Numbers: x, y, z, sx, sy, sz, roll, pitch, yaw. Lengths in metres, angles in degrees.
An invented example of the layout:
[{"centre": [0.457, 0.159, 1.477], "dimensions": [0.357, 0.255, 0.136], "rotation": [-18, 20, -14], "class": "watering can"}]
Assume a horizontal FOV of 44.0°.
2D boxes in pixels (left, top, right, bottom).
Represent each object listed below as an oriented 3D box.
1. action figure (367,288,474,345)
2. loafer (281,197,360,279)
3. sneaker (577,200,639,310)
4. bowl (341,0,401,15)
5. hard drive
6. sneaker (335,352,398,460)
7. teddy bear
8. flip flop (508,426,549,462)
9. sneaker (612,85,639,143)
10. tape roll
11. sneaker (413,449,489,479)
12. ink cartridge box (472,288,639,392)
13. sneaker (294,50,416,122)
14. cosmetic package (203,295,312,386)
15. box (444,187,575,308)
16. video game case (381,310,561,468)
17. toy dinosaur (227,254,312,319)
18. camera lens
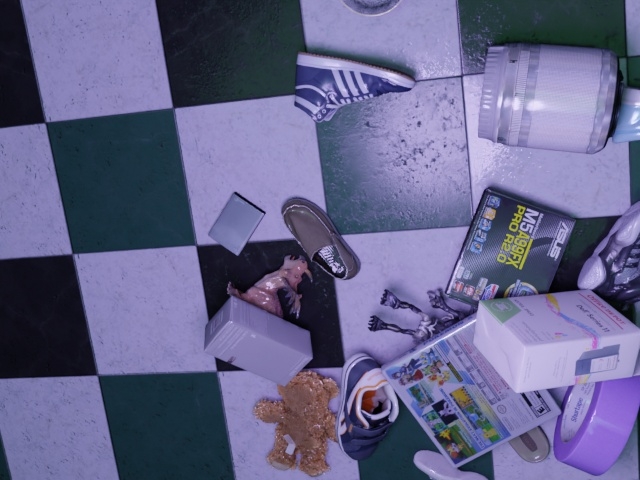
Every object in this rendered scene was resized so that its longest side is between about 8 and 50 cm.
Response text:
[{"centre": [0.264, 0.198, 1.904], "dimensions": [0.276, 0.141, 0.164], "rotation": [18, 101, -11], "class": "action figure"}, {"centre": [0.000, 0.000, 1.927], "dimensions": [0.251, 0.087, 0.094], "rotation": [45, 109, -3], "class": "loafer"}, {"centre": [0.715, 0.036, 1.784], "dimensions": [0.153, 0.101, 0.268], "rotation": [32, 115, 1], "class": "sneaker"}, {"centre": [0.118, -0.582, 1.747], "dimensions": [0.170, 0.080, 0.170], "rotation": [3, 106, 12], "class": "bowl"}, {"centre": [-0.211, -0.042, 1.995], "dimensions": [0.094, 0.022, 0.135], "rotation": [34, 109, 1], "class": "hard drive"}, {"centre": [0.115, 0.443, 1.967], "dimensions": [0.126, 0.127, 0.321], "rotation": [-18, 123, -26], "class": "sneaker"}, {"centre": [-0.047, 0.478, 2.073], "dimensions": [0.245, 0.113, 0.338], "rotation": [-4, 112, 19], "class": "teddy bear"}, {"centre": [0.465, 0.450, 1.956], "dimensions": [0.112, 0.080, 0.277], "rotation": [-36, 98, 22], "class": "flip flop"}, {"centre": [0.802, -0.225, 1.681], "dimensions": [0.366, 0.135, 0.150], "rotation": [16, 109, 19], "class": "sneaker"}, {"centre": [0.627, 0.388, 1.803], "dimensions": [0.090, 0.275, 0.274], "rotation": [21, 108, 6], "class": "tape roll"}, {"centre": [0.326, 0.623, 2.042], "dimensions": [0.212, 0.080, 0.094], "rotation": [27, 120, 2], "class": "sneaker"}, {"centre": [0.536, 0.206, 1.705], "dimensions": [0.354, 0.207, 0.119], "rotation": [-4, 115, -16], "class": "ink cartridge box"}, {"centre": [0.070, -0.334, 1.814], "dimensions": [0.282, 0.099, 0.153], "rotation": [15, 103, 15], "class": "sneaker"}, {"centre": [-0.149, 0.244, 1.908], "dimensions": [0.238, 0.107, 0.127], "rotation": [28, 120, -22], "class": "cosmetic package"}, {"centre": [0.435, 0.039, 1.831], "dimensions": [0.216, 0.060, 0.270], "rotation": [21, 95, 6], "class": "box"}, {"centre": [0.356, 0.351, 1.866], "dimensions": [0.300, 0.036, 0.329], "rotation": [-32, 106, 14], "class": "video game case"}, {"centre": [-0.135, 0.184, 1.994], "dimensions": [0.200, 0.127, 0.295], "rotation": [10, 113, 1], "class": "toy dinosaur"}, {"centre": [0.482, -0.301, 1.670], "dimensions": [0.274, 0.219, 0.219], "rotation": [7, 106, 13], "class": "camera lens"}]
